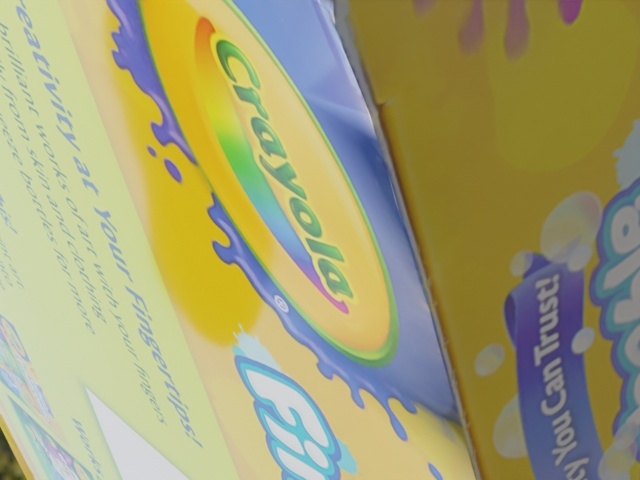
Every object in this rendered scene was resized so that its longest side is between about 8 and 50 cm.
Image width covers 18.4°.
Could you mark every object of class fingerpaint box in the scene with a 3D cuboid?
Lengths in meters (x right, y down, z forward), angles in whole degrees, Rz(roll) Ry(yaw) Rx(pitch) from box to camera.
[{"bbox_3d":[0.000,0.000,0.649,0.371,0.163,0.445,33,151,43],"label":"fingerpaint box"}]
